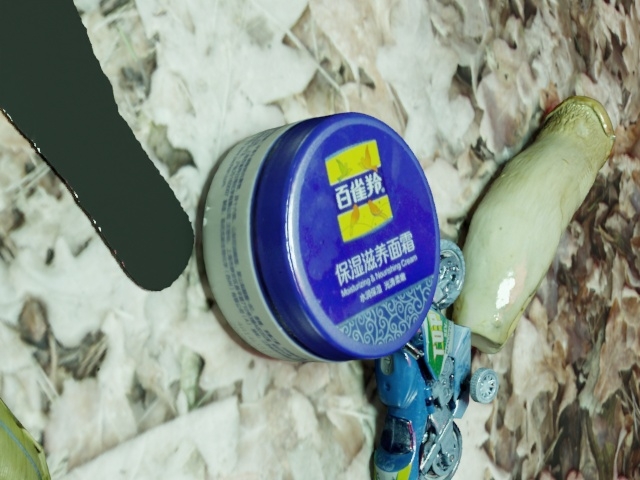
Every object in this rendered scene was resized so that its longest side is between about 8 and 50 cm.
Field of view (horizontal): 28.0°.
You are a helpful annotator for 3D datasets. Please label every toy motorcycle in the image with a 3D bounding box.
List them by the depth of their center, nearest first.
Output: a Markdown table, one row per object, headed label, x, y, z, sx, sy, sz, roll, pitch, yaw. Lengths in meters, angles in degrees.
| label | x | y | z | sx | sy | sz | roll | pitch | yaw |
| --- | --- | --- | --- | --- | --- | --- | --- | --- | --- |
| toy motorcycle | 0.088 | 0.129 | 1.192 | 0.136 | 0.092 | 0.254 | -13 | 107 | -43 |

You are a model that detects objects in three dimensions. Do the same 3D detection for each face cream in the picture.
| label | x | y | z | sx | sy | sz | roll | pitch | yaw |
| --- | --- | --- | --- | --- | --- | --- | --- | --- | --- |
| face cream | 0.000 | 0.000 | 1.077 | 0.206 | 0.111 | 0.205 | 9 | 79 | -50 |

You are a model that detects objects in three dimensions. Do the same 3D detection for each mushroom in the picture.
| label | x | y | z | sx | sy | sz | roll | pitch | yaw |
| --- | --- | --- | --- | --- | --- | --- | --- | --- | --- |
| mushroom | 0.230 | -0.026 | 1.381 | 0.351 | 0.095 | 0.122 | -54 | 144 | -36 |

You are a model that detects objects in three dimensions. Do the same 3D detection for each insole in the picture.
| label | x | y | z | sx | sy | sz | roll | pitch | yaw |
| --- | --- | --- | --- | --- | --- | --- | --- | --- | --- |
| insole | -0.182 | -0.096 | 0.944 | 0.109 | 0.007 | 0.322 | -53 | 126 | -37 |

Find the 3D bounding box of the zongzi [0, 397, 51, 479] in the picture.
| label | x | y | z | sx | sy | sz | roll | pitch | yaw |
| --- | --- | --- | --- | --- | --- | --- | --- | --- | --- |
| zongzi | -0.264 | 0.062 | 0.780 | 0.228 | 0.115 | 0.256 | 39 | 32 | -57 |
